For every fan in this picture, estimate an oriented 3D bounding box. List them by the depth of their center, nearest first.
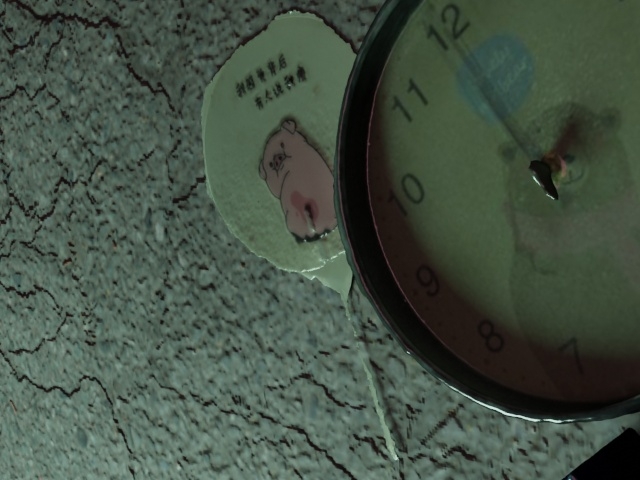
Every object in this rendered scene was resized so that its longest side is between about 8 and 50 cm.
[{"bbox_3d":[-0.001,0.000,0.734,0.182,0.010,0.310,-29,76,41],"label":"fan"}]

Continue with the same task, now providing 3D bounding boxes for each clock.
[{"bbox_3d":[0.122,-0.038,0.582,0.280,0.055,0.280,7,101,41],"label":"clock"}]

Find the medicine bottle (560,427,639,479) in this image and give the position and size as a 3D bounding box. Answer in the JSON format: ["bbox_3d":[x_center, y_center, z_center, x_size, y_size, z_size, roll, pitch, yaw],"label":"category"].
[{"bbox_3d":[0.227,0.127,0.491,0.258,0.079,0.124,-30,80,41],"label":"medicine bottle"}]
